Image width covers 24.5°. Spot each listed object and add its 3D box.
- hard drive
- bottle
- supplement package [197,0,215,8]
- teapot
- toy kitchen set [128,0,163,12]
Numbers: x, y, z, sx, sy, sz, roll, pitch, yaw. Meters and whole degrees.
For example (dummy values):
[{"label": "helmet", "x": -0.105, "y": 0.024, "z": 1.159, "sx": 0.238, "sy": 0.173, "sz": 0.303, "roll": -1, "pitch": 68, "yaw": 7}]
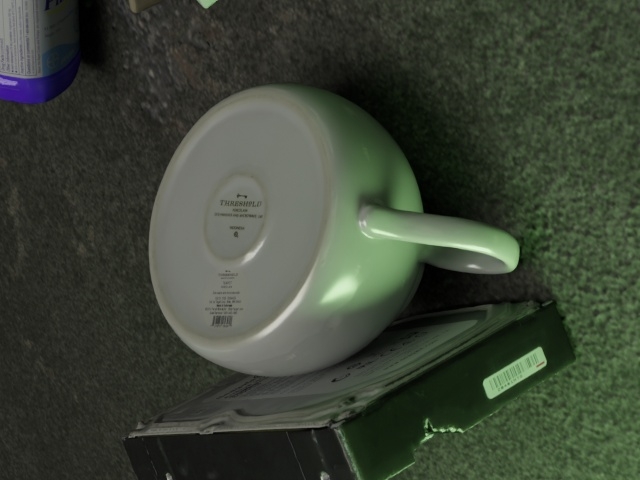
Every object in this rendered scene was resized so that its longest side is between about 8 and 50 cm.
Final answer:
[{"label": "hard drive", "x": 0.012, "y": 0.130, "z": 1.212, "sx": 0.339, "sy": 0.237, "sz": 0.064, "roll": -15, "pitch": 99, "yaw": 56}, {"label": "bottle", "x": -0.288, "y": -0.280, "z": 1.446, "sx": 0.092, "sy": 0.118, "sz": 0.282, "roll": 10, "pitch": 122, "yaw": 9}, {"label": "supplement package", "x": -0.071, "y": -0.321, "z": 0.971, "sx": 0.145, "sy": 0.204, "sz": 0.262, "roll": 47, "pitch": 172, "yaw": 24}, {"label": "teapot", "x": 0.000, "y": 0.000, "z": 1.201, "sx": 0.252, "sy": 0.187, "sz": 0.256, "roll": -50, "pitch": 48, "yaw": 23}, {"label": "toy kitchen set", "x": -0.167, "y": -0.334, "z": 1.287, "sx": 0.166, "sy": 0.122, "sz": 0.207, "roll": 48, "pitch": 163, "yaw": 21}]
